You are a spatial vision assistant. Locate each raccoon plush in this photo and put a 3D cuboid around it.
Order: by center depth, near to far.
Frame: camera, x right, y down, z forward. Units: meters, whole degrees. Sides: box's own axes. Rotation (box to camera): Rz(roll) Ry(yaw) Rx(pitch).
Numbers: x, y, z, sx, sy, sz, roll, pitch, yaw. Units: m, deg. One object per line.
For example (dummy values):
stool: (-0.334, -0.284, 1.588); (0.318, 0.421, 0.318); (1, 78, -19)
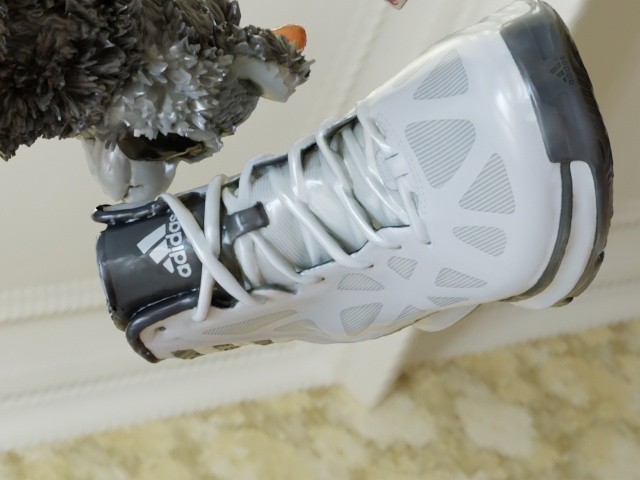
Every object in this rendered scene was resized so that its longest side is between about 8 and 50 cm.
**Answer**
raccoon plush: (-0.162, -0.211, 1.189); (0.299, 0.216, 0.446); (-16, -46, -23)

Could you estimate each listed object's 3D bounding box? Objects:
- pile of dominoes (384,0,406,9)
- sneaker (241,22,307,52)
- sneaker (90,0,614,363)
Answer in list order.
pile of dominoes: (-0.007, -0.320, 1.762); (0.040, 0.251, 0.196); (-54, 0, -14)
sneaker: (-0.098, -0.171, 1.705); (0.175, 0.064, 0.067); (-16, -51, 7)
sneaker: (0.000, 0.001, 1.132); (0.257, 0.169, 0.447); (-15, -11, -17)
